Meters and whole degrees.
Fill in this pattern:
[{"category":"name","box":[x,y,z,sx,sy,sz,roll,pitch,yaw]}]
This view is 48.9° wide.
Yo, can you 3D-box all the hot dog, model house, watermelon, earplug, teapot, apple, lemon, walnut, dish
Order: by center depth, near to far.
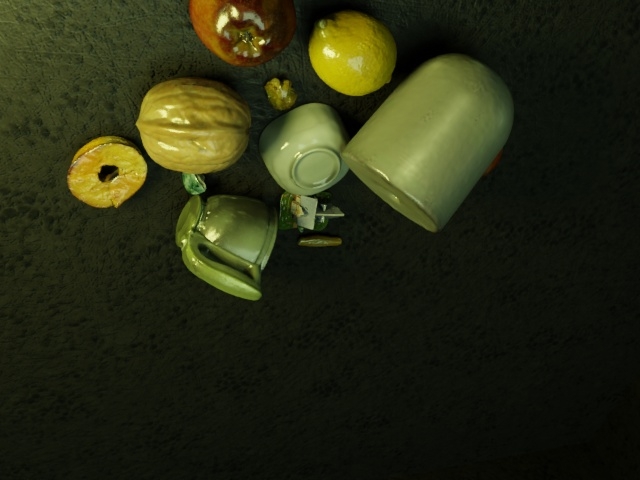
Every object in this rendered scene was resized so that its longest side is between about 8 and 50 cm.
[{"category":"apple","box":[-0.161,-0.471,1.460,0.229,0.230,0.230,-11,134,-11]},{"category":"lemon","box":[0.073,-0.429,1.608,0.244,0.187,0.187,22,120,-36]},{"category":"walnut","box":[-0.288,-0.262,1.610,0.260,0.225,0.225,-1,132,-13]},{"category":"earplug","box":[0.289,-0.259,1.728,0.394,0.312,0.312,-50,132,-2]},{"category":"watermelon","box":[-0.316,-0.153,1.811,0.061,0.085,0.085,-31,148,-44]},{"category":"dish","box":[-0.026,-0.216,1.816,0.256,0.117,0.256,-10,135,-11]},{"category":"teapot","box":[-0.260,0.019,1.820,0.239,0.322,0.239,21,146,-24]},{"category":"model house","box":[-0.021,-0.072,1.929,0.167,0.088,0.117,3,105,-34]},{"category":"hot dog","box":[0.000,-0.001,2.089,0.137,0.028,0.044,1,157,-18]}]

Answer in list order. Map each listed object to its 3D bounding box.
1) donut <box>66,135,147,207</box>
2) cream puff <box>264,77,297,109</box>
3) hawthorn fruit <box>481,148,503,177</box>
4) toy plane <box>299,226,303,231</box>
[{"category":"donut","box":[-0.516,-0.174,1.703,0.174,0.075,0.190,30,112,-37]},{"category":"cream puff","box":[-0.094,-0.351,1.704,0.083,0.058,0.083,5,131,-22]},{"category":"hawthorn fruit","box":[0.429,-0.258,1.934,0.194,0.157,0.157,-38,137,-13]},{"category":"toy plane","box":[-0.060,-0.077,1.981,0.102,0.040,0.111,-10,115,-10]}]
